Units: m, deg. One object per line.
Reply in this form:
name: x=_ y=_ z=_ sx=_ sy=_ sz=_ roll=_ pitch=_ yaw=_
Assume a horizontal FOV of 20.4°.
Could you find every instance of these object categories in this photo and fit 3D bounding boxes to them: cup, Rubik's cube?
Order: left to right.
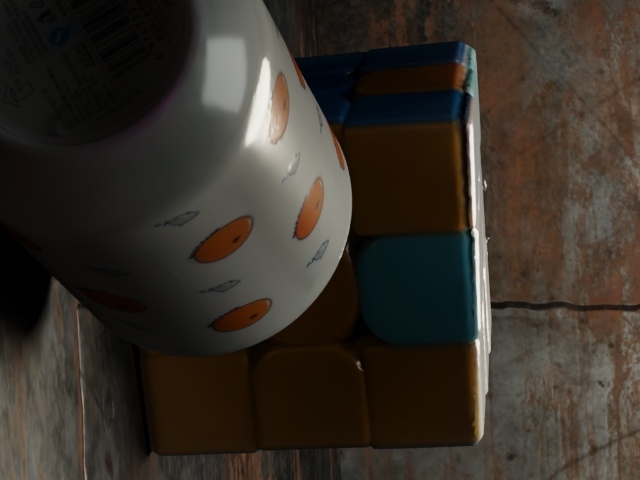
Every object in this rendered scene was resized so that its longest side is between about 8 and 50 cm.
cup: x=-0.106 y=-0.067 z=1.102 sx=0.317 sy=0.212 sz=0.212 roll=62 pitch=25 yaw=-71
Rubik's cube: x=0.000 y=0.000 z=1.567 sx=0.290 sy=0.292 sz=0.291 roll=-72 pitch=158 yaw=-72
